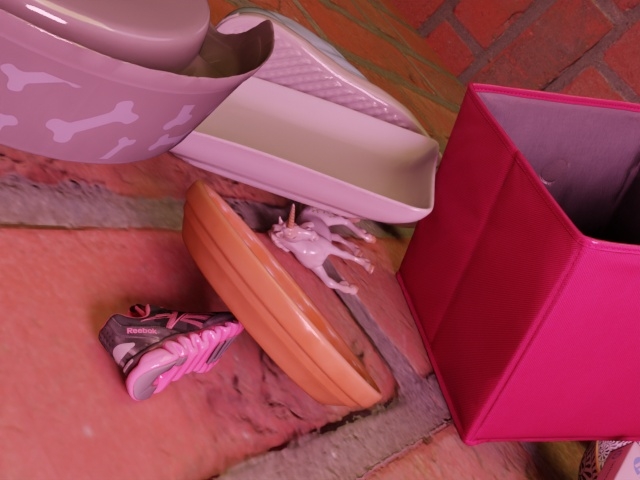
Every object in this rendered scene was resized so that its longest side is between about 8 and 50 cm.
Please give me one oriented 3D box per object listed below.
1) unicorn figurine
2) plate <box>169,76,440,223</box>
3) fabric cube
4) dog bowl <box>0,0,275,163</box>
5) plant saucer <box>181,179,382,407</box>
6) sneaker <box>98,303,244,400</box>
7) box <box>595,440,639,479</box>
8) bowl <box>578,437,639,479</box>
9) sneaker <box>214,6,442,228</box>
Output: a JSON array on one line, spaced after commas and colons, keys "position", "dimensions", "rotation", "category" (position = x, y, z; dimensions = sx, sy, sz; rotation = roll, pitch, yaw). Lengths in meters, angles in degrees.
[{"position": [0.000, 0.000, 0.758], "dimensions": [0.111, 0.060, 0.162], "rotation": [30, 10, -13], "category": "unicorn figurine"}, {"position": [-0.024, -0.095, 0.763], "dimensions": [0.278, 0.045, 0.277], "rotation": [19, 21, 3], "category": "plate"}, {"position": [0.257, 0.027, 0.793], "dimensions": [0.254, 0.258, 0.259], "rotation": [4, 38, -19], "category": "fabric cube"}, {"position": [-0.205, -0.193, 0.563], "dimensions": [0.348, 0.102, 0.349], "rotation": [29, 30, -19], "category": "dog bowl"}, {"position": [-0.033, 0.043, 0.556], "dimensions": [0.200, 0.037, 0.200], "rotation": [49, -1, 1], "category": "plant saucer"}, {"position": [-0.092, 0.057, 0.494], "dimensions": [0.057, 0.047, 0.119], "rotation": [41, 18, 15], "category": "sneaker"}, {"position": [0.289, 0.295, 0.705], "dimensions": [0.145, 0.038, 0.186], "rotation": [50, 45, 6], "category": "box"}, {"position": [0.329, 0.273, 0.831], "dimensions": [0.170, 0.080, 0.170], "rotation": [18, 49, -22], "category": "bowl"}, {"position": [0.026, -0.168, 0.989], "dimensions": [0.366, 0.135, 0.150], "rotation": [41, 24, -20], "category": "sneaker"}]
